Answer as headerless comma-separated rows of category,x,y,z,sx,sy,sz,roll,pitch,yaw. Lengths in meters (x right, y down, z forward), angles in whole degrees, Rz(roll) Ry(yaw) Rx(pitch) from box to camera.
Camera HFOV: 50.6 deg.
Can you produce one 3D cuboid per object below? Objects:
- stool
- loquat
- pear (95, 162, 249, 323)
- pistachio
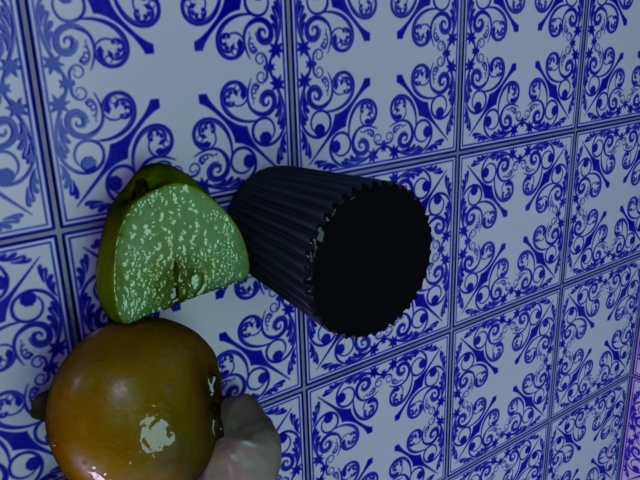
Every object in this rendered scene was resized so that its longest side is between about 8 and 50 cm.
stool,0.000,0.000,1.325,0.297,0.330,0.297,-11,110,-34
loquat,-0.342,0.294,1.192,0.360,0.328,0.328,0,109,7
pear,-0.291,-0.006,1.218,0.292,0.159,0.292,-12,109,-38
pistachio,-0.185,0.469,1.428,0.226,0.208,0.331,-57,154,-58
